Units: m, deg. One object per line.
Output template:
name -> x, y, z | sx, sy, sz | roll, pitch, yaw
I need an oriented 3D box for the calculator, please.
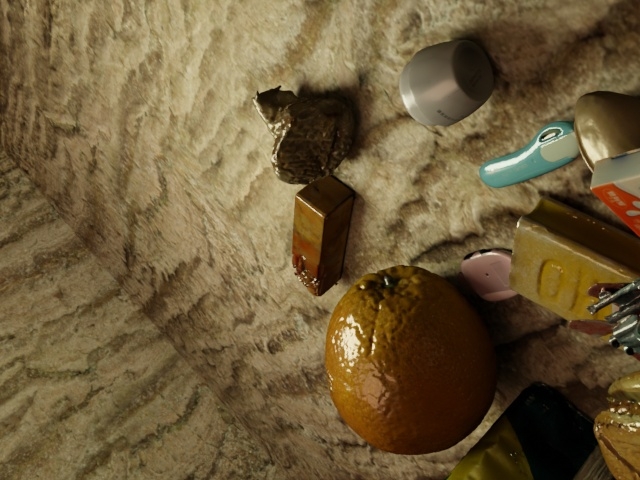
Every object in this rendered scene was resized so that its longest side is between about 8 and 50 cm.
calculator -> 0.301, 0.062, 1.305 | 0.103, 0.024, 0.166 | 53, 150, -5

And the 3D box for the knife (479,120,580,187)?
knife -> 0.308, -0.123, 1.082 | 0.064, 0.031, 0.222 | 50, 154, -7

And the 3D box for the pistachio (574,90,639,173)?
pistachio -> 0.390, -0.115, 0.900 | 0.185, 0.124, 0.124 | 46, 150, 17

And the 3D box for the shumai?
shumai -> -0.038, -0.215, 1.357 | 0.176, 0.166, 0.206 | 64, 155, 24

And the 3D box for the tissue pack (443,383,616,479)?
tissue pack -> 0.350, 0.508, 1.357 | 0.253, 0.416, 0.264 | 39, 151, 24

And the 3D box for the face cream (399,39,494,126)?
face cream -> 0.180, -0.225, 1.055 | 0.104, 0.117, 0.117 | -16, 110, 49

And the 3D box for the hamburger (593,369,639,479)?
hamburger -> 0.558, 0.309, 1.118 | 0.259, 0.144, 0.283 | 53, 147, -12

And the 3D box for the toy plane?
toy plane -> 0.453, 0.079, 0.850 | 0.222, 0.104, 0.326 | 26, 154, -15

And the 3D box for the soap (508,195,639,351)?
soap -> 0.419, 0.062, 1.082 | 0.274, 0.089, 0.173 | 31, 147, 32

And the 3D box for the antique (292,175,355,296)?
antique -> 0.000, 0.000, 1.577 | 0.087, 0.093, 0.310 | 38, 149, 21

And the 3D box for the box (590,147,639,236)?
box -> 0.483, -0.030, 0.793 | 0.273, 0.048, 0.265 | 36, 150, -27

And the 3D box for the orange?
orange -> 0.166, 0.223, 1.393 | 0.322, 0.322, 0.357 | 10, 121, 49
